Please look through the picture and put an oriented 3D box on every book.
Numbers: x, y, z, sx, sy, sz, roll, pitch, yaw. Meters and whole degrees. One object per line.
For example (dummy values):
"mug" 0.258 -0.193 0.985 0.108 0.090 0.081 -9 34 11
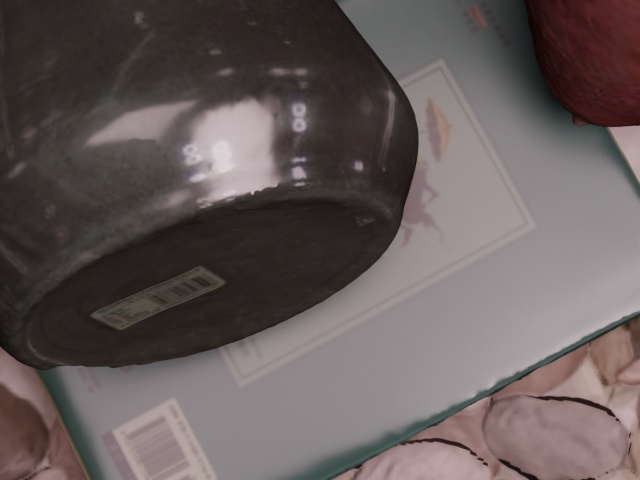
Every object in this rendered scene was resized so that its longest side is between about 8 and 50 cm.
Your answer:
"book" 0.000 0.000 0.950 0.379 0.031 0.264 -27 85 -2

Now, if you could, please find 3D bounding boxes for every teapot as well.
"teapot" -0.126 -0.114 0.854 0.300 0.253 0.344 -32 66 29

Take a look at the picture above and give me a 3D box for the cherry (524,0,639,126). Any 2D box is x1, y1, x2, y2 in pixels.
"cherry" 0.214 -0.196 0.859 0.221 0.261 0.307 31 108 32
